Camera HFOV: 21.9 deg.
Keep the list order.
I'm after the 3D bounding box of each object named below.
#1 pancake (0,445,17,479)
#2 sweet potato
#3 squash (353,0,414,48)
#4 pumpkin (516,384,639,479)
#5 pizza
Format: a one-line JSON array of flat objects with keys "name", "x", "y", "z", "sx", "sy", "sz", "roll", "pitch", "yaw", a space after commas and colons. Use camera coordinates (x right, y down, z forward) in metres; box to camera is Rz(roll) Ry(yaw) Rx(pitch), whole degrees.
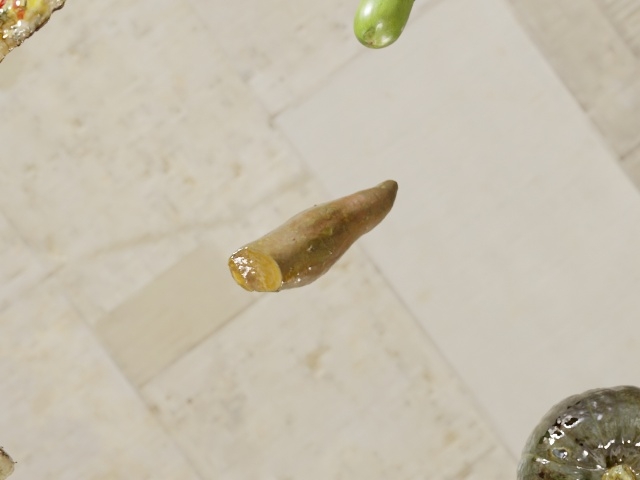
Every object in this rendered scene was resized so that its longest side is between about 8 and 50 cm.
[{"name": "pancake", "x": -0.386, "y": 0.083, "z": 1.389, "sx": 0.356, "sy": 0.065, "sz": 0.356, "roll": 46, "pitch": 172, "yaw": 8}, {"name": "sweet potato", "x": 0.000, "y": 0.000, "z": 1.827, "sx": 0.077, "sy": 0.243, "sz": 0.077, "roll": 26, "pitch": 129, "yaw": 38}, {"name": "squash", "x": 0.094, "y": -0.316, "z": 2.123, "sx": 0.066, "sy": 0.201, "sz": 0.066, "roll": 14, "pitch": 137, "yaw": 14}, {"name": "pumpkin", "x": 0.315, "y": 0.259, "z": 1.743, "sx": 0.224, "sy": 0.223, "sz": 0.157, "roll": 52, "pitch": 175, "yaw": 15}, {"name": "pizza", "x": -0.177, "y": -0.140, "z": 0.965, "sx": 0.029, "sy": 0.100, "sz": 0.099, "roll": 40, "pitch": 142, "yaw": -27}]
